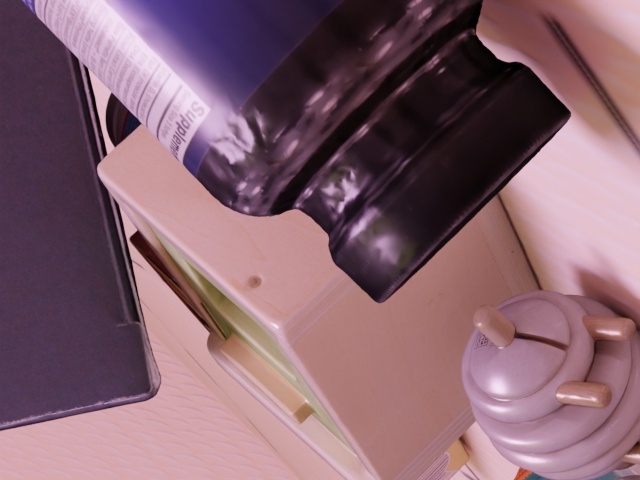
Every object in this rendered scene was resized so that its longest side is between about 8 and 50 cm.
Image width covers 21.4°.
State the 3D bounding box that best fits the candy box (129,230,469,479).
[{"bbox_3d":[-0.005,0.086,1.256,0.183,0.087,0.316,41,172,27],"label":"candy box"}]

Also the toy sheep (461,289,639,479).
[{"bbox_3d":[0.108,0.063,0.752,0.132,0.091,0.091,47,172,-38],"label":"toy sheep"}]

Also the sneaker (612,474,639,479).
[{"bbox_3d":[0.205,0.173,0.709,0.237,0.086,0.085,18,160,38],"label":"sneaker"}]

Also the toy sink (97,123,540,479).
[{"bbox_3d":[0.014,0.029,0.861,0.153,0.131,0.234,39,168,37],"label":"toy sink"}]

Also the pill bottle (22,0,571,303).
[{"bbox_3d":[-0.023,-0.087,0.585,0.219,0.123,0.123,45,170,4],"label":"pill bottle"}]

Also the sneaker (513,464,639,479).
[{"bbox_3d":[0.135,0.176,0.971,0.108,0.121,0.302,45,170,11],"label":"sneaker"}]

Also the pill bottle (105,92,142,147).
[{"bbox_3d":[-0.065,-0.055,0.986,0.087,0.087,0.160,53,168,-34],"label":"pill bottle"}]

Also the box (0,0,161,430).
[{"bbox_3d":[-0.230,-0.033,1.018,0.395,0.212,0.293,153,104,-82],"label":"box"}]
